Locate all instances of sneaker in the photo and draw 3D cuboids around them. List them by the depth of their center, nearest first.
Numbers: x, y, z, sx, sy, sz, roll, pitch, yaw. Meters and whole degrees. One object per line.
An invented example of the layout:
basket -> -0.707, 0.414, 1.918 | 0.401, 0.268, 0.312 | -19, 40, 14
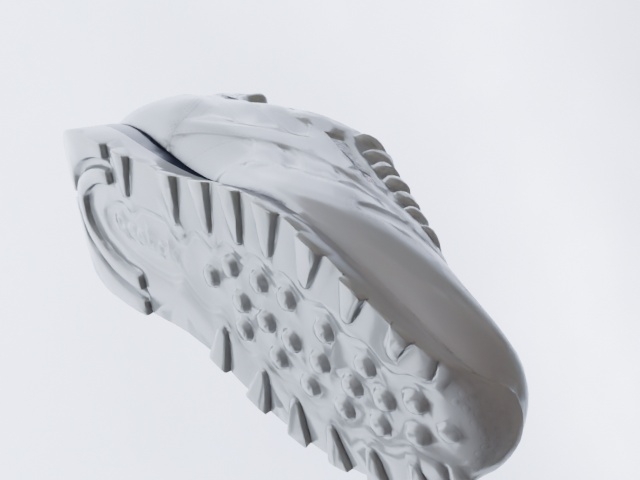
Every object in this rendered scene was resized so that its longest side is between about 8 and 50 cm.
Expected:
sneaker -> 0.000, 0.000, 0.529 | 0.095, 0.235, 0.090 | -20, -55, -29
